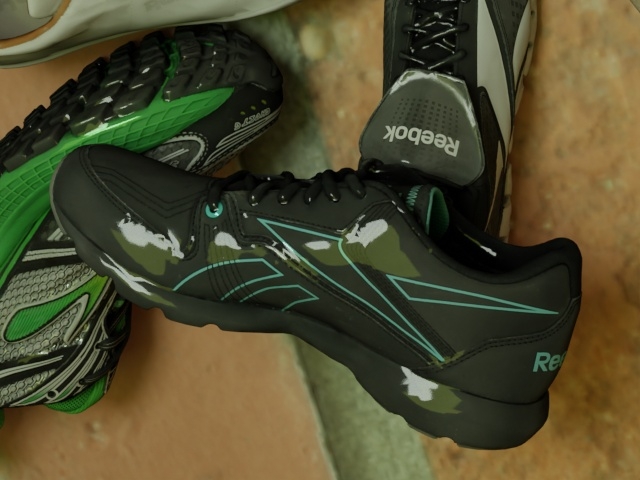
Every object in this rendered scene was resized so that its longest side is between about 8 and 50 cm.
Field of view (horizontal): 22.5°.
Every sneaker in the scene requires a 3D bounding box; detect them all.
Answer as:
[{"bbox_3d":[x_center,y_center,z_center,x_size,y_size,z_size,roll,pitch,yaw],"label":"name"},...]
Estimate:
[{"bbox_3d":[0.063,-0.073,0.826,0.078,0.106,0.234,6,106,17],"label":"sneaker"},{"bbox_3d":[-0.083,-0.152,0.806,0.290,0.123,0.106,-21,90,18],"label":"sneaker"},{"bbox_3d":[-0.143,0.005,0.924,0.343,0.134,0.146,-38,106,26],"label":"sneaker"},{"bbox_3d":[0.000,0.000,0.779,0.267,0.101,0.106,23,116,4],"label":"sneaker"}]

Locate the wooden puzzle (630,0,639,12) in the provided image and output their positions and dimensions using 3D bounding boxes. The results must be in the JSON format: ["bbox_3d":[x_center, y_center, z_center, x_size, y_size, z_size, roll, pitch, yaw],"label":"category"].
[{"bbox_3d":[0.233,-0.227,0.677,0.322,0.080,0.348,-35,112,24],"label":"wooden puzzle"}]
